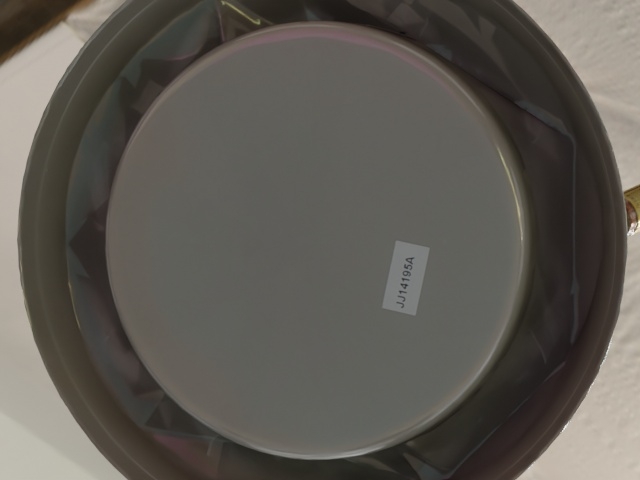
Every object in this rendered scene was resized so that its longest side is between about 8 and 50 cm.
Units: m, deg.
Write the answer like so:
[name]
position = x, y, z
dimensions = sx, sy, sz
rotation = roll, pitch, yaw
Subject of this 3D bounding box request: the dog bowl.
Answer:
[dog bowl]
position = 0.000, 0.000, 0.604
dimensions = 0.348, 0.349, 0.102
rotation = 21, 6, 12

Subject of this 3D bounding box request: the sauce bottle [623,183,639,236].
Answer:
[sauce bottle]
position = 0.313, -0.037, 0.947
dimensions = 0.042, 0.128, 0.042
rotation = 31, -49, 45
